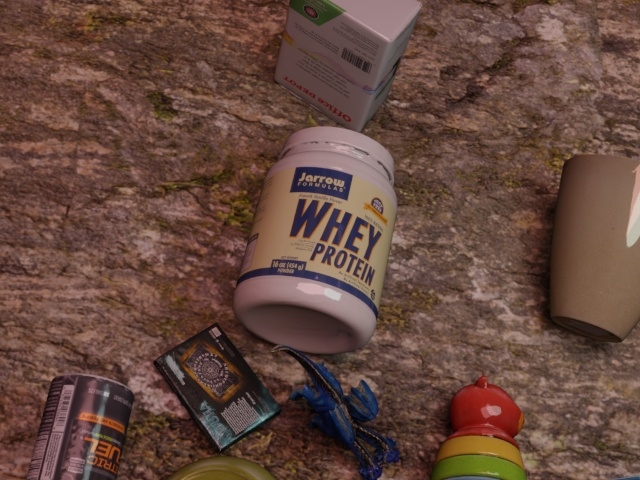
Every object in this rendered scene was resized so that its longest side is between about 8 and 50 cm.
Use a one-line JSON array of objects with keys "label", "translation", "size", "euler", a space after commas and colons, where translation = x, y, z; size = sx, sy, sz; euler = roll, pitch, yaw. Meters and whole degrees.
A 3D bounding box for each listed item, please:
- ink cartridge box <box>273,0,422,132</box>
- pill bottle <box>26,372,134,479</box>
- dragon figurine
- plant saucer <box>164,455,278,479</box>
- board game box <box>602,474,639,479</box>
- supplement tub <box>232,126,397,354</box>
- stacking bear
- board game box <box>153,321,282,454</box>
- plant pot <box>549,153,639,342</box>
[{"label": "ink cartridge box", "translation": [0.042, -0.356, 1.768], "size": [0.201, 0.278, 0.117], "euler": [34, 61, 8]}, {"label": "pill bottle", "translation": [-0.365, 0.333, 1.453], "size": [0.130, 0.130, 0.245], "euler": [10, 64, -4]}, {"label": "dragon figurine", "translation": [0.032, 0.259, 1.512], "size": [0.144, 0.289, 0.085], "euler": [19, 52, 44]}, {"label": "plant saucer", "translation": [-0.159, 0.430, 1.453], "size": [0.241, 0.037, 0.241], "euler": [-3, 56, 5]}, {"label": "board game box", "translation": [0.474, 0.544, 1.509], "size": [0.254, 0.079, 0.336], "euler": [-4, 65, -11]}, {"label": "supplement tub", "translation": [0.000, 0.000, 1.611], "size": [0.235, 0.235, 0.324], "euler": [13, 63, -2]}, {"label": "stacking bear", "translation": [0.255, 0.359, 1.527], "size": [0.164, 0.175, 0.289], "euler": [2, 54, 9]}, {"label": "board game box", "translation": [-0.167, 0.237, 1.580], "size": [0.126, 0.026, 0.186], "euler": [-30, 71, -28]}, {"label": "plant pot", "translation": [0.506, 0.029, 1.693], "size": [0.257, 0.256, 0.274], "euler": [21, 80, 1]}]
